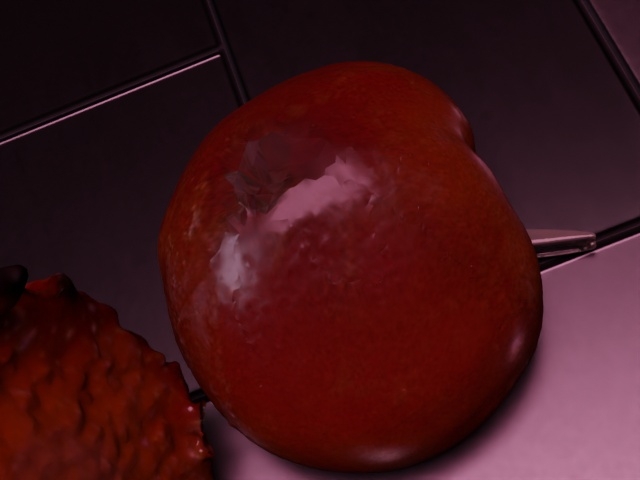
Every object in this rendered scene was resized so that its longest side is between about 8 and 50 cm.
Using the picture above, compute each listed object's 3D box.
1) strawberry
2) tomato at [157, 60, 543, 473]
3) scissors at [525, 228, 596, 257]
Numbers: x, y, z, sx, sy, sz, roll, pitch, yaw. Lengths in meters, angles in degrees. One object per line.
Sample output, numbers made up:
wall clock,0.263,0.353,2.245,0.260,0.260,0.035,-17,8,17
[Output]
strawberry,-0.174,0.132,0.524,0.178,0.234,0.234,-10,60,32
tomato,0.000,0.000,0.570,0.200,0.139,0.233,-32,59,8
scissors,0.098,0.002,0.620,0.119,0.014,0.058,-4,64,16
